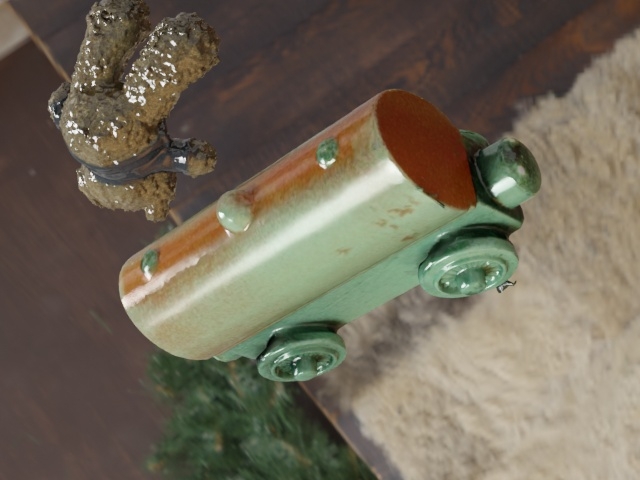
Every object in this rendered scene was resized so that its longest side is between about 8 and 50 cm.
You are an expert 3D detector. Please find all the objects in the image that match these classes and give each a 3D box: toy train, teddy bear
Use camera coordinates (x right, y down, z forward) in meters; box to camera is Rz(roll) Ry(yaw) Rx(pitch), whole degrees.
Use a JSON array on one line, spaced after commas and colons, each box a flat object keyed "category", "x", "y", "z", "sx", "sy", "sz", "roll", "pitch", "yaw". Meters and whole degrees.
[{"category": "toy train", "x": 0.000, "y": 0.000, "z": 0.931, "sx": 0.285, "sy": 0.177, "sz": 0.116, "roll": -30, "pitch": 56, "yaw": 34}, {"category": "teddy bear", "x": -0.196, "y": -0.119, "z": 1.391, "sx": 0.182, "sy": 0.251, "sz": 0.129, "roll": 30, "pitch": 45, "yaw": 24}]
